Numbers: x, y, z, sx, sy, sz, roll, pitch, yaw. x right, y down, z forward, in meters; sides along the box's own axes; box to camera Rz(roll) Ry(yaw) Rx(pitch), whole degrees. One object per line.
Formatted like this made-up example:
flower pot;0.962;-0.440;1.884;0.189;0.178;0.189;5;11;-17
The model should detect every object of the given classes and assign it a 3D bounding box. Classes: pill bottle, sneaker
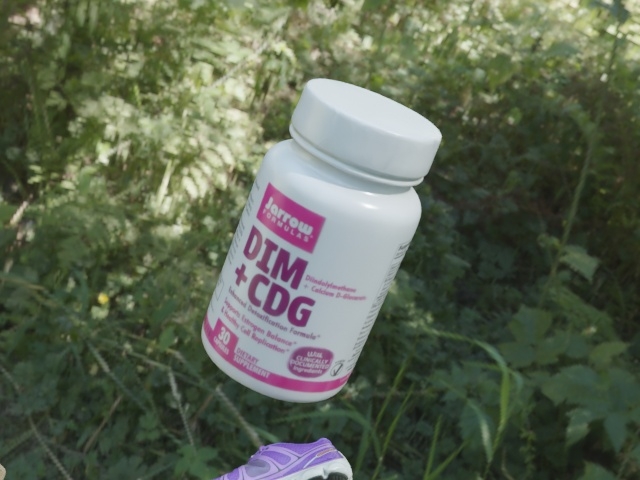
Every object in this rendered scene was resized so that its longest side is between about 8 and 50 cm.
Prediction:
pill bottle;0.000;0.000;0.856;0.160;0.283;0.160;19;22;-8
sneaker;-0.058;0.222;0.793;0.170;0.068;0.071;-10;32;-18

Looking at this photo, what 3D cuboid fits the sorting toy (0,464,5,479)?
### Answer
sorting toy;-0.480;0.367;1.184;0.038;0.193;0.208;-14;49;0
